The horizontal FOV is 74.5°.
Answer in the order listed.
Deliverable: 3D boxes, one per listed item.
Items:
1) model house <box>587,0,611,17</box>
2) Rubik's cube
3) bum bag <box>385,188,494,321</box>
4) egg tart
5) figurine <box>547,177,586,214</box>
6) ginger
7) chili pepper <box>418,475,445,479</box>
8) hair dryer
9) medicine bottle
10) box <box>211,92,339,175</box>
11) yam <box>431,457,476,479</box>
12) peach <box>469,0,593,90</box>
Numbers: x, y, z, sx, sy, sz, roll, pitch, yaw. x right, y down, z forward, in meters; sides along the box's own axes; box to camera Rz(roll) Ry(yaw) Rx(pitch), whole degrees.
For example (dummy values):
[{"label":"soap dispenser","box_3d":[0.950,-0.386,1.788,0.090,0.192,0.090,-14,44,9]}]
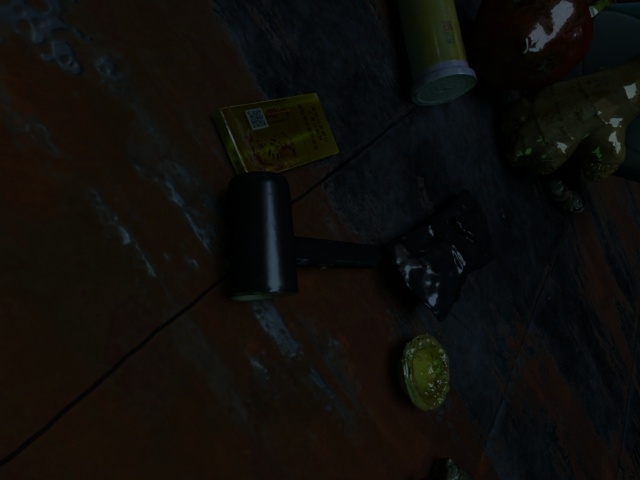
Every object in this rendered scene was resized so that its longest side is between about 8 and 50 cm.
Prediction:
[{"label":"model house","box_3d":[0.733,-0.548,1.207,0.234,0.175,0.193,-39,107,-29]},{"label":"Rubik's cube","box_3d":[0.793,-0.319,0.992,0.348,0.351,0.351,7,112,-38]},{"label":"bum bag","box_3d":[0.208,0.013,0.665,0.310,0.074,0.136,-30,96,-43]},{"label":"egg tart","box_3d":[0.139,0.182,0.583,0.105,0.039,0.105,11,72,-39]},{"label":"figurine","box_3d":[0.619,-0.113,1.065,0.129,0.054,0.072,26,49,-26]},{"label":"ginger","box_3d":[0.559,-0.256,0.835,0.166,0.376,0.236,28,54,-36]},{"label":"chili pepper","box_3d":[0.118,0.353,0.507,0.070,0.073,0.123,37,42,24]},{"label":"hair dryer","box_3d":[0.000,0.000,0.505,0.256,0.070,0.128,4,76,-47]},{"label":"medicine bottle","box_3d":[0.173,-0.456,0.725,0.108,0.108,0.425,-3,81,-41]},{"label":"box","box_3d":[-0.048,-0.127,0.511,0.156,0.022,0.089,-29,98,-41]},{"label":"yam","box_3d":[0.197,0.344,0.592,0.094,0.043,0.043,48,53,-24]},{"label":"peach","box_3d":[0.411,-0.411,0.836,0.232,0.233,0.256,55,32,-16]}]
